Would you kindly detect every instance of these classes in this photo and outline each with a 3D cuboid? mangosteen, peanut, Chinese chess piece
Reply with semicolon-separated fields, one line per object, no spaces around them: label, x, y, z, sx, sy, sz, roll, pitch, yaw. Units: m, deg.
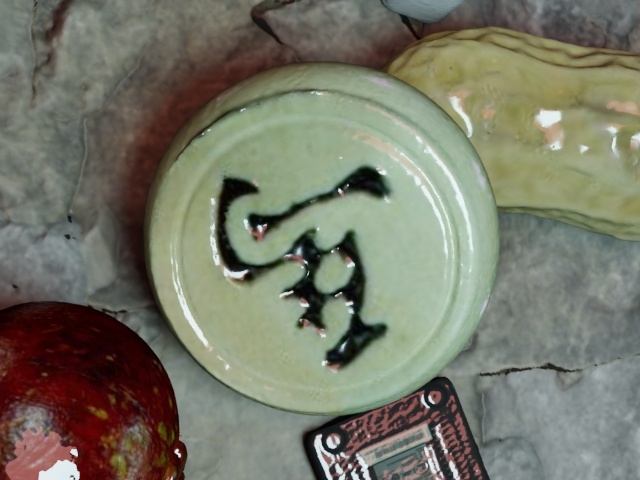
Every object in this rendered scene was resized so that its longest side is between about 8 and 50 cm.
mangosteen;-0.217;0.139;0.920;0.257;0.215;0.215;9;78;3
peanut;0.181;-0.084;1.100;0.313;0.152;0.152;13;78;-12
Chinese chess piece;0.000;0.000;1.002;0.250;0.101;0.250;2;104;6

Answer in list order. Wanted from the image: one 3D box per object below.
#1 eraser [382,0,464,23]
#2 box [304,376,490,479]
eraser;0.128;-0.282;1.048;0.095;0.270;0.174;16;76;-12
box;0.064;0.179;1.083;0.126;0.027;0.125;-22;88;-18
